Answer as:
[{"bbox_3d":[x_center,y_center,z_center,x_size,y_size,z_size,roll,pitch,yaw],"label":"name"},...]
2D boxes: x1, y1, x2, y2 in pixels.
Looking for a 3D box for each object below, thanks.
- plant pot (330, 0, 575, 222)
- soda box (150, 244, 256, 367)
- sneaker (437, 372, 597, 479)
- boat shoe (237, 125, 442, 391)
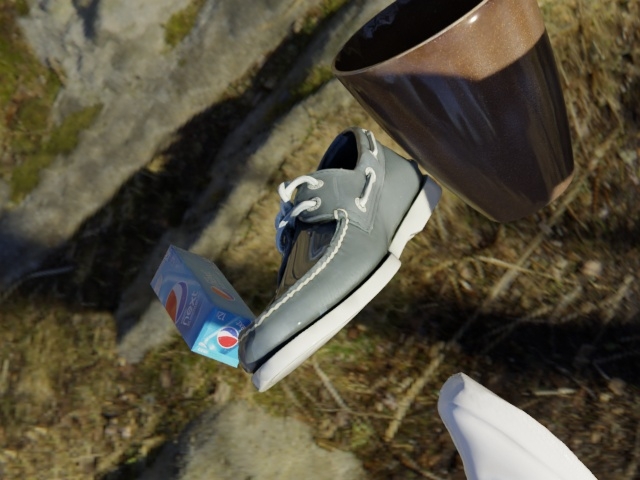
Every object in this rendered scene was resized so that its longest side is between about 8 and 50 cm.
[{"bbox_3d":[0.161,-0.140,1.104,0.215,0.215,0.230,-28,112,16],"label":"plant pot"},{"bbox_3d":[-0.155,0.081,1.403,0.067,0.071,0.210,-61,30,8],"label":"soda box"},{"bbox_3d":[0.120,0.172,0.606,0.094,0.080,0.212,-41,106,-7],"label":"sneaker"},{"bbox_3d":[0.000,0.000,0.774,0.099,0.319,0.116,47,120,-3],"label":"boat shoe"}]
